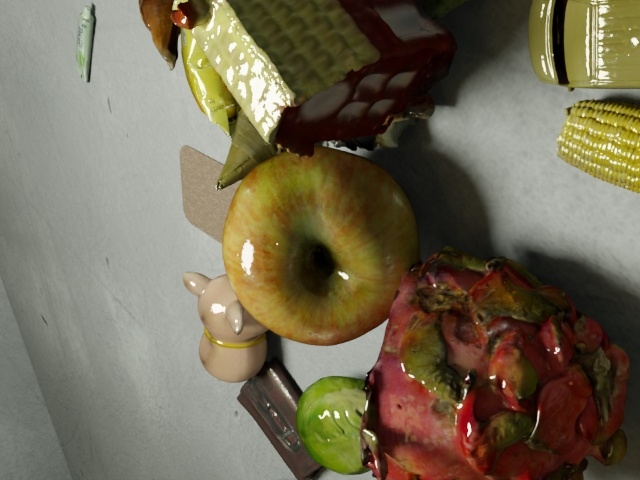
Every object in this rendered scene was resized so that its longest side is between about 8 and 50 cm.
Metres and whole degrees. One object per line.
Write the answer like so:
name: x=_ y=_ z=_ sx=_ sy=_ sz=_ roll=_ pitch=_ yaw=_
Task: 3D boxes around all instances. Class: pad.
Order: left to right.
pad: x=-0.188 y=-0.067 z=1.322 sx=0.266 sy=0.002 sz=0.176 roll=30 pitch=130 yaw=37

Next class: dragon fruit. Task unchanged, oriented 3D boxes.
dragon fruit: x=0.211 y=0.184 z=0.793 sx=0.262 sy=0.314 sz=0.296 roll=7 pitch=141 yaw=20

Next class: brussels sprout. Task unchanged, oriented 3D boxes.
brussels sprout: x=0.040 y=0.300 z=1.141 sx=0.180 sy=0.143 sz=0.162 roll=-34 pitch=61 yaw=30

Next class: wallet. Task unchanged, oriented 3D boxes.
wallet: x=-0.069 y=0.362 z=1.380 sx=0.229 sy=0.049 sz=0.182 roll=51 pitch=137 yaw=15

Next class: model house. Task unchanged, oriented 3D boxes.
model house: x=-0.020 y=-0.204 z=0.731 sx=0.196 sy=0.254 sz=0.160 roll=57 pitch=139 yaw=14

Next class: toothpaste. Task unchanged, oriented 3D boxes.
toothpaste: x=-0.504 y=-0.418 z=1.484 sx=0.048 sy=0.029 sz=0.197 roll=52 pitch=143 yaw=17

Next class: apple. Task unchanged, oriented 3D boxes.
apple: x=0.000 y=0.000 z=0.927 sx=0.264 sy=0.264 sz=0.264 roll=26 pitch=128 yaw=39

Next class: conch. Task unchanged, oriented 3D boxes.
conch: x=-0.255 y=-0.371 z=1.153 sx=0.086 sy=0.080 sz=0.233 roll=59 pitch=180 yaw=-39

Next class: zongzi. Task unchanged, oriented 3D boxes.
zongzi: x=-0.110 y=-0.174 z=1.036 sx=0.160 sy=0.176 sz=0.078 roll=60 pitch=162 yaw=12

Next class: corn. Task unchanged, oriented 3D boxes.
corn: x=0.312 y=-0.089 z=0.671 sx=0.165 sy=0.063 sz=0.085 roll=29 pitch=139 yaw=40

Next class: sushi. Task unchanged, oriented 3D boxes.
sushi: x=0.048 y=-0.171 z=0.909 sx=0.226 sy=0.097 sz=0.103 roll=13 pitch=119 yaw=45

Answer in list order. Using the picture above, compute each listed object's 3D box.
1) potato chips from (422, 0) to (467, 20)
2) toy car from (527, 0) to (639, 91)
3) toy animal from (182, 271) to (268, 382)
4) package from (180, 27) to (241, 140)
potato chips: x=0.115 y=-0.431 z=0.711 sx=0.429 sy=0.070 sz=0.359 roll=-32 pitch=85 yaw=53
toy car: x=0.286 y=-0.180 z=0.602 sx=0.256 sy=0.124 sz=0.101 roll=13 pitch=117 yaw=45
toy animal: x=-0.165 y=0.167 z=1.313 sx=0.165 sy=0.149 sz=0.248 roll=23 pitch=135 yaw=26
package: x=-0.169 y=-0.277 z=1.093 sx=0.168 sy=0.090 sz=0.226 roll=-127 pitch=25 yaw=-68
